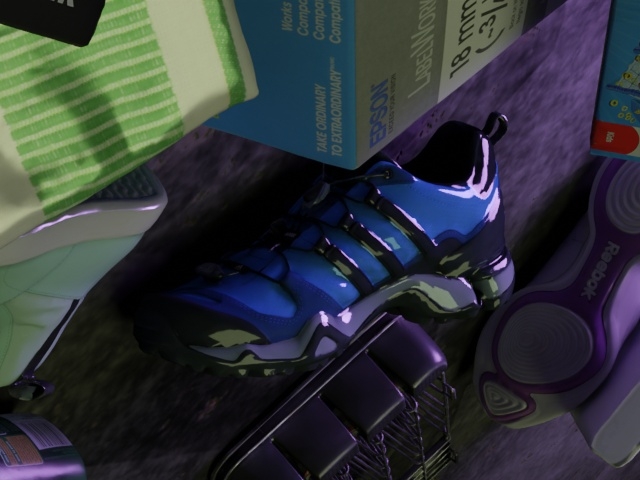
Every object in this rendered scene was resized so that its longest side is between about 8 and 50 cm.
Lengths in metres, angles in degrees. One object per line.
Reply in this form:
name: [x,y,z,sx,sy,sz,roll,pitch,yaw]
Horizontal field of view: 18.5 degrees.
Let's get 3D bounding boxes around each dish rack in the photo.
dish rack: [0.025,0.185,1.599,0.208,0.074,0.271,-41,157,-13]

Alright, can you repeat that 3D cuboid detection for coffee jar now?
coffee jar: [-0.219,0.146,1.115,0.096,0.079,0.184,-54,155,13]

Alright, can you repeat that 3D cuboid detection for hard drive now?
hard drive: [0.293,0.077,1.745,0.203,0.040,0.307,-52,-174,7]

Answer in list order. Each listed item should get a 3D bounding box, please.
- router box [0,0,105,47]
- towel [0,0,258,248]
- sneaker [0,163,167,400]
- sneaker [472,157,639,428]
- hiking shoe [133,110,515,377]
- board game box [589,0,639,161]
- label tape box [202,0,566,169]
router box: [-0.148,-0.210,0.621,0.309,0.081,0.243,9,104,-61]
towel: [-0.175,-0.084,0.791,0.325,0.038,0.248,-35,129,-28]
sneaker: [-0.193,0.025,0.963,0.256,0.094,0.151,-2,132,-57]
sneaker: [0.252,0.042,1.711,0.305,0.114,0.152,-55,159,17]
hiking shoe: [0.000,0.000,1.276,0.304,0.113,0.132,-16,111,-41]
board game box: [0.223,-0.244,1.065,0.302,0.086,0.308,85,17,-63]
label tape box: [0.023,-0.163,1.030,0.333,0.106,0.241,-38,154,-22]
